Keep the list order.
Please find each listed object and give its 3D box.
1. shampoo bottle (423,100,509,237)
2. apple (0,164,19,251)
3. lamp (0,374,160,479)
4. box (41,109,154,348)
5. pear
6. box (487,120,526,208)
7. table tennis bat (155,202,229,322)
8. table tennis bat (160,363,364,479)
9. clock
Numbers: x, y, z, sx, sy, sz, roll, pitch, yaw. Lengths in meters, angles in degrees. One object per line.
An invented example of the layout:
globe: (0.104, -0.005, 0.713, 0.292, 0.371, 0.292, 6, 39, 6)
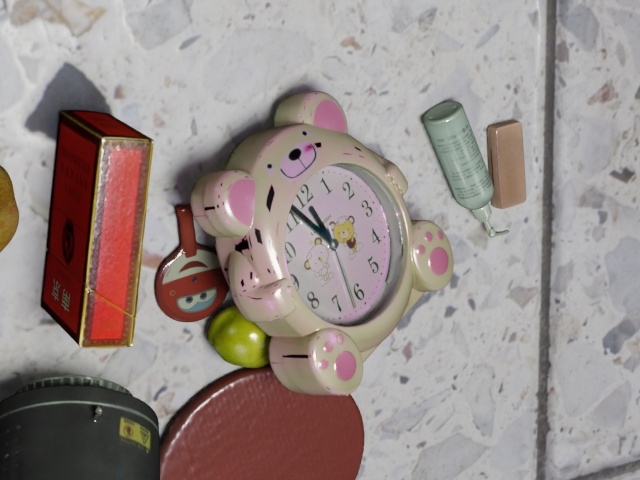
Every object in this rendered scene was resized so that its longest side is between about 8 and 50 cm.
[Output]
shampoo bottle: (0.190, -0.084, 1.986, 0.056, 0.056, 0.195, -31, 118, -15)
apple: (-0.388, -0.030, 1.671, 0.102, 0.126, 0.126, -14, 114, -49)
lamp: (-0.276, 0.286, 1.730, 0.205, 0.374, 0.272, 20, 69, -35)
box: (-0.254, -0.015, 1.725, 0.074, 0.153, 0.240, -1, 106, -31)
pear: (-0.091, 0.117, 1.892, 0.097, 0.092, 0.092, -5, 114, 18)
box: (0.246, -0.100, 2.028, 0.048, 0.025, 0.115, -18, 113, -27)
table tennis bat: (-0.158, 0.028, 1.868, 0.098, 0.019, 0.155, -14, 115, -22)
table tennis bat: (-0.124, 0.310, 1.956, 0.414, 0.051, 0.268, -24, 114, -21)
clock: (0.000, 0.000, 1.841, 0.284, 0.114, 0.309, -45, 115, -31)
